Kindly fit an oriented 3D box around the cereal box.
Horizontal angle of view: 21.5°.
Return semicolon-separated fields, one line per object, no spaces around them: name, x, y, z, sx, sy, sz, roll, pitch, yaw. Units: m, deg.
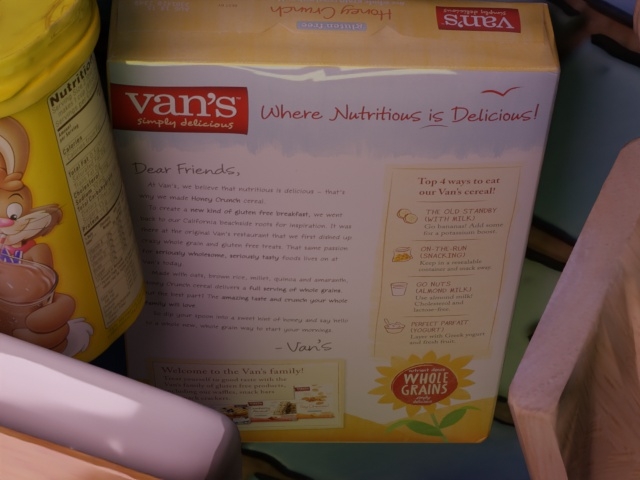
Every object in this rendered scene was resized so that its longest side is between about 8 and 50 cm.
cereal box;0.000;0.000;0.721;0.173;0.047;0.240;1;136;-3

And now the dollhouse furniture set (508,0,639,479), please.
dollhouse furniture set;0.105;0.142;0.650;0.256;0.362;0.394;8;139;29

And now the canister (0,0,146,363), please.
canister;-0.130;-0.039;0.627;0.126;0.073;0.170;28;147;25

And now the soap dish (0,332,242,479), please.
soap dish;-0.145;0.108;0.669;0.229;0.118;0.291;18;167;2
